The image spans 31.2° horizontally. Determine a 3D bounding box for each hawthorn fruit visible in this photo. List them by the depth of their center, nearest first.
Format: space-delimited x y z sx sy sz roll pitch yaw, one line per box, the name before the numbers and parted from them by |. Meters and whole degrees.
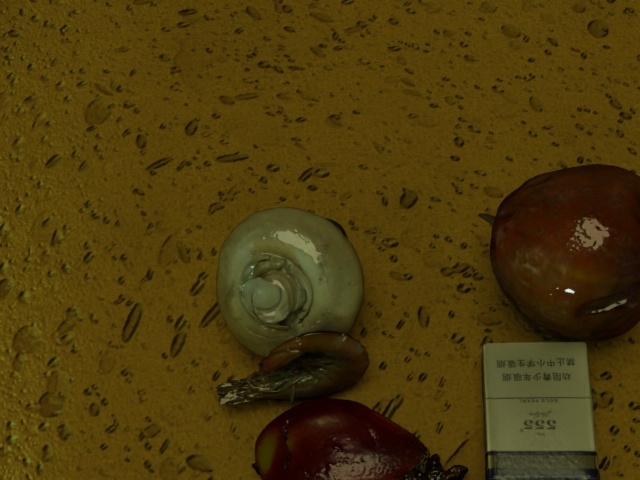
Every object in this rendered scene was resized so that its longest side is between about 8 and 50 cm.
hawthorn fruit | 0.375 0.011 1.775 0.298 0.277 0.277 19 64 26

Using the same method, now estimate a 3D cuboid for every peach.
peach | 0.022 0.309 1.711 0.279 0.068 0.189 -7 46 17

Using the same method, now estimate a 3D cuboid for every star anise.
star anise | 0.133 0.376 1.699 0.190 0.070 0.097 -22 63 -4

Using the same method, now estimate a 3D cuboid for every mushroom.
mushroom | -0.056 0.075 1.798 0.246 0.202 0.246 4 103 15

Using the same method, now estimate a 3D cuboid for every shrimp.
shrimp | -0.045 0.206 1.779 0.248 0.150 0.068 -22 42 9

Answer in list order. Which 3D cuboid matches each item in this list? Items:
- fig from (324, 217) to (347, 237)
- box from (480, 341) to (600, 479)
fig | 0.000 0.000 1.926 0.084 0.098 0.082 3 98 -26
box | 0.329 0.282 1.727 0.168 0.071 0.259 0 61 6
